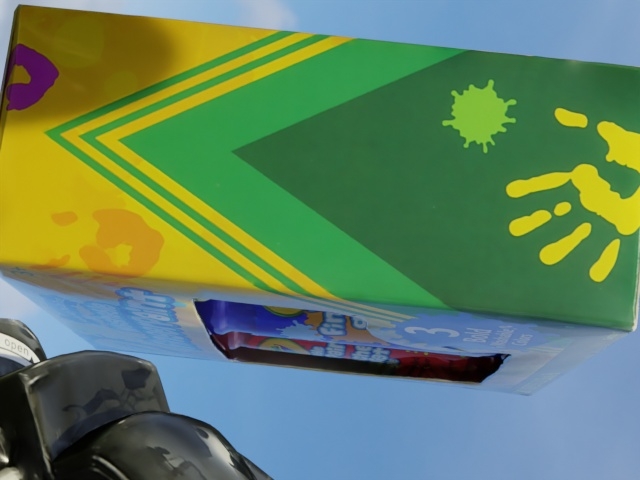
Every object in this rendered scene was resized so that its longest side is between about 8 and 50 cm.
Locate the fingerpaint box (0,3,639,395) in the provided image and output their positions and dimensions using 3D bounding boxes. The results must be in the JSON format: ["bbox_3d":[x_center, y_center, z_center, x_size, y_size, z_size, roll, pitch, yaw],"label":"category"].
[{"bbox_3d":[0.000,0.000,1.072,0.445,0.371,0.163,92,5,-80],"label":"fingerpaint box"}]

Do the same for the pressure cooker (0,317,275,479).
[{"bbox_3d":[-0.144,0.255,0.608,0.420,0.370,0.375,-21,-148,31],"label":"pressure cooker"}]
